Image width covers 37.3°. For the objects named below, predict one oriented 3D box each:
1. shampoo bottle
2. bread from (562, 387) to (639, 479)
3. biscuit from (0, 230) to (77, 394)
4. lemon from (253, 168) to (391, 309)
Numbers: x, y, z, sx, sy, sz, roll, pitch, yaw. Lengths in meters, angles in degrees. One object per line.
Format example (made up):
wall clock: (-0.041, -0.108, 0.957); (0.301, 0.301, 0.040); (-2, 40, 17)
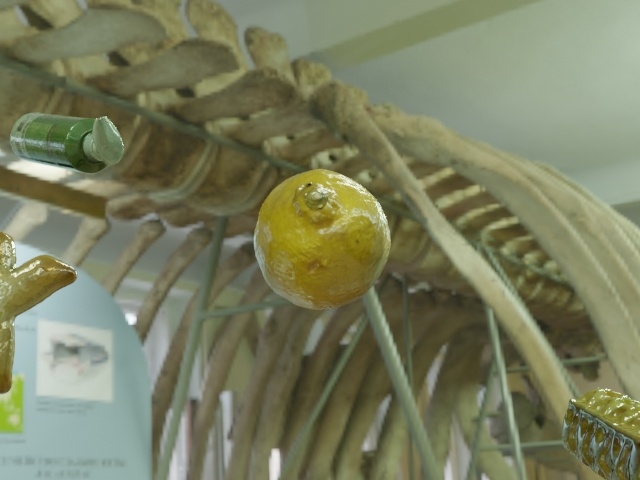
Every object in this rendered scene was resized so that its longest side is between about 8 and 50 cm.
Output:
shampoo bottle: (-0.280, -0.111, 1.057); (0.065, 0.065, 0.204); (10, 2, -40)
bread: (0.367, 0.240, 1.107); (0.098, 0.087, 0.269); (-26, 4, -6)
biscuit: (-0.459, 0.093, 1.325); (0.164, 0.207, 0.047); (26, -20, -2)
lemon: (0.000, 0.000, 1.303); (0.188, 0.188, 0.256); (-3, -22, 0)
